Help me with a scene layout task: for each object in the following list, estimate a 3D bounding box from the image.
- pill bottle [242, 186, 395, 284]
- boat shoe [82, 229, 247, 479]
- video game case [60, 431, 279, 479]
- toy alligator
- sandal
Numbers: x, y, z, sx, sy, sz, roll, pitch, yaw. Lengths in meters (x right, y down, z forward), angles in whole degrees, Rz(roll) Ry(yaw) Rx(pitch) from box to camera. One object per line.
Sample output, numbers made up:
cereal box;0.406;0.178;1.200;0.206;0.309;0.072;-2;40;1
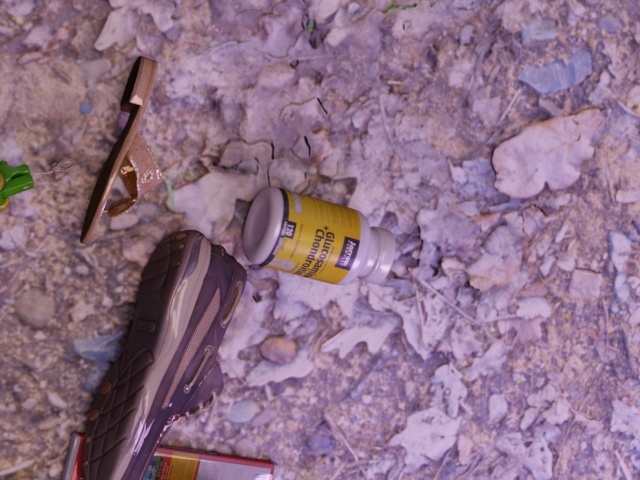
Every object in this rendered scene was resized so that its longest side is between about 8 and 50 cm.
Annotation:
pill bottle;0.000;0.000;1.757;0.184;0.103;0.103;15;92;-24
boat shoe;-0.181;0.167;1.683;0.130;0.132;0.355;24;84;-29
video game case;-0.207;0.368;1.765;0.285;0.025;0.204;13;93;-25
toy alligator;-0.386;-0.070;1.613;0.190;0.056;0.051;-28;67;-17
sandal;-0.219;-0.100;1.657;0.079;0.088;0.240;18;85;-18
